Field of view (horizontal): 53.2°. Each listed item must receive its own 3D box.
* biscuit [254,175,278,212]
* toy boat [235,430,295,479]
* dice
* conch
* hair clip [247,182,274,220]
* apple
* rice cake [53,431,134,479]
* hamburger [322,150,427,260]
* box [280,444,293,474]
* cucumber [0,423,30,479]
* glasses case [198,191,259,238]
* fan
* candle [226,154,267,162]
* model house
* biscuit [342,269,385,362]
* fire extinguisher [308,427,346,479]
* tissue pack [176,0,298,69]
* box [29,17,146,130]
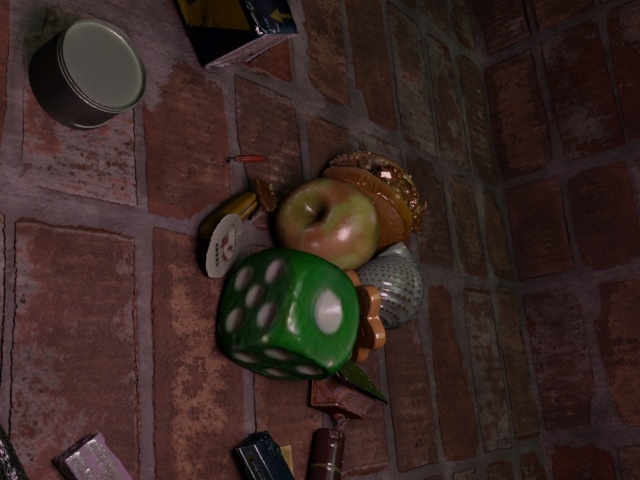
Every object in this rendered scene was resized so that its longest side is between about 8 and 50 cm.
[{"bbox_3d":[-0.165,-0.129,1.904,0.119,0.019,0.130,49,23,-38],"label":"biscuit"},{"bbox_3d":[-0.125,0.652,1.687,0.296,0.122,0.114,63,18,2],"label":"toy boat"},{"bbox_3d":[-0.086,0.209,1.762,0.297,0.300,0.287,37,54,-40],"label":"dice"},{"bbox_3d":[0.245,0.177,2.198,0.319,0.215,0.303,-48,128,-5],"label":"conch"},{"bbox_3d":[-0.184,-0.131,1.965,0.049,0.049,0.173,52,44,-26],"label":"hair clip"},{"bbox_3d":[0.030,-0.037,1.992,0.277,0.319,0.319,48,40,-61],"label":"apple"},{"bbox_3d":[-0.448,0.553,1.382,0.106,0.050,0.298,-44,111,-49],"label":"rice cake"},{"bbox_3d":[0.234,-0.147,2.303,0.445,0.287,0.268,54,41,-29],"label":"hamburger"},{"bbox_3d":[-0.106,0.656,1.796,0.073,0.020,0.149,12,68,-50],"label":"box"},{"bbox_3d":[-0.595,0.460,1.216,0.074,0.074,0.241,-34,105,-51],"label":"cucumber"},{"bbox_3d":[-0.257,-0.074,1.825,0.234,0.079,0.064,-48,123,-48],"label":"glasses case"},{"bbox_3d":[-0.228,-0.019,1.812,0.329,0.009,0.191,-48,150,-49],"label":"fan"},{"bbox_3d":[-0.231,-0.252,1.971,0.167,0.021,0.026,-10,59,-51],"label":"candle"},{"bbox_3d":[0.054,0.462,2.000,0.154,0.207,0.294,-48,138,2],"label":"model house"},{"bbox_3d":[0.086,0.227,1.915,0.052,0.355,0.275,-6,84,-27],"label":"biscuit"},{"bbox_3d":[0.012,0.728,1.846,0.141,0.105,0.341,38,47,-36],"label":"fire extinguisher"},{"bbox_3d":[-0.275,-0.753,1.903,0.253,0.264,0.417,-35,106,-56],"label":"tissue pack"},{"bbox_3d":[-0.549,-0.392,1.521,0.226,0.149,0.226,20,63,-46],"label":"box"}]
